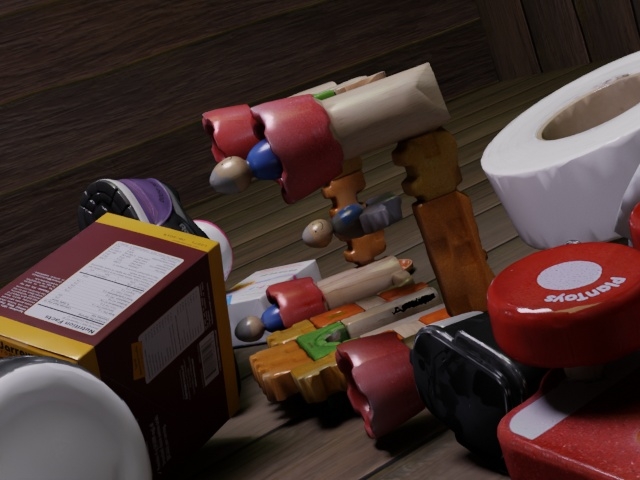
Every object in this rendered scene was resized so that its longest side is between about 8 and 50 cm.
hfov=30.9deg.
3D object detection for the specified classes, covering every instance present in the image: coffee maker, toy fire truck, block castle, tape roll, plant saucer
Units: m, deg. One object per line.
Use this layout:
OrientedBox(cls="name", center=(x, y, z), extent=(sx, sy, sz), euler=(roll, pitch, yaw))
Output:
OrientedBox(cls="coffee maker", center=(0.184, 0.085, 0.869), extent=(0.178, 0.120, 0.171), euler=(-26, 13, -32))
OrientedBox(cls="toy fire truck", center=(0.257, 0.083, 0.654), extent=(0.302, 0.169, 0.254), euler=(-25, 22, -29))
OrientedBox(cls="block castle", center=(0.000, 0.000, 1.138), extent=(0.213, 0.303, 0.453), euler=(-21, 9, -9))
OrientedBox(cls="tape roll", center=(0.320, -0.106, 1.239), extent=(0.286, 0.100, 0.286), euler=(-29, 14, 8))
OrientedBox(cls="plant saucer", center=(0.085, 0.046, 1.556), extent=(0.083, 0.013, 0.083), euler=(-19, 11, 4))

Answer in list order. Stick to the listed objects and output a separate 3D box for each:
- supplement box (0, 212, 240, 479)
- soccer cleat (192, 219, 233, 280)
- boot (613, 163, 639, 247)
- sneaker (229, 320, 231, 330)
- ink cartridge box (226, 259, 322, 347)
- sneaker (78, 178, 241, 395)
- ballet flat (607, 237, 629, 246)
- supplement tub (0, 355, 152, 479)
OrientedBox(cls="supplement box", center=(-0.185, 0.113, 1.019), extent=(0.129, 0.191, 0.194), euler=(14, 35, 27))
OrientedBox(cls="soccer cleat", center=(-0.242, 0.095, 1.525), extent=(0.331, 0.116, 0.143), euler=(-36, 12, 36))
OrientedBox(cls="boot", center=(0.305, -0.004, 0.892), extent=(0.123, 0.095, 0.258), euler=(30, -2, 23))
OrientedBox(cls="sneaker", center=(-0.229, 0.137, 1.409), extent=(0.208, 0.127, 0.319), euler=(10, -30, -26))
OrientedBox(cls="ink cartridge box", center=(-0.064, 0.077, 1.518), extent=(0.104, 0.061, 0.181), euler=(-12, 12, 33))
OrientedBox(cls="sneaker", center=(-0.140, 0.048, 1.251), extent=(0.107, 0.283, 0.124), euler=(-39, -16, 35))
OrientedBox(cls="ballet flat", center=(0.351, 0.007, 1.179), extent=(0.232, 0.080, 0.073), euler=(-7, 43, 57))
OrientedBox(cls="supplement tub", center=(-0.309, 0.203, 0.878), extent=(0.338, 0.207, 0.207), euler=(-12, 12, 36))
